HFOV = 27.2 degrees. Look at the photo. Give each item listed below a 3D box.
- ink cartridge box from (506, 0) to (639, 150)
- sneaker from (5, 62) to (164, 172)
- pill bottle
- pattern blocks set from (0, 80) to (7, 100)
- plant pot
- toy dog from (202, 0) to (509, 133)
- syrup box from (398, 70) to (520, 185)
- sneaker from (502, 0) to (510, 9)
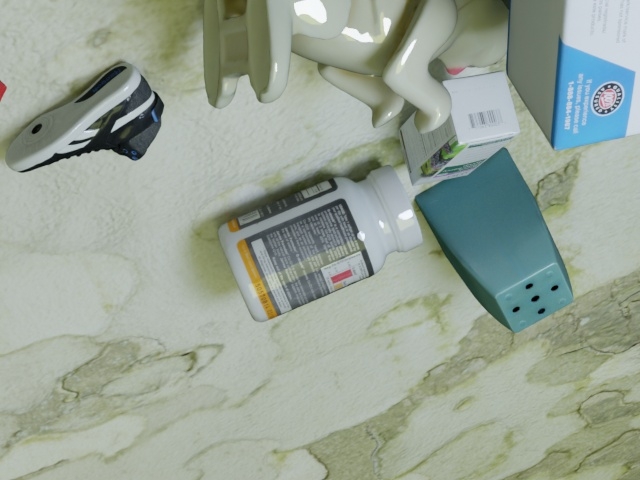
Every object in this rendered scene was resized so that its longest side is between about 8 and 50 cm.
[{"bbox_3d":[0.420,-0.288,1.452,0.395,0.166,0.285,-11,132,-9],"label":"ink cartridge box"},{"bbox_3d":[-0.305,-0.132,1.779,0.217,0.079,0.121,-34,132,6],"label":"sneaker"},{"bbox_3d":[0.000,0.000,1.967,0.278,0.162,0.162,-22,134,-2],"label":"pill bottle"},{"bbox_3d":[-0.534,-0.072,1.604,0.325,0.285,0.026,-7,143,32],"label":"pattern blocks set"},{"bbox_3d":[0.283,0.015,2.048,0.166,0.234,0.165,-29,134,4],"label":"plant pot"},{"bbox_3d":[0.075,-0.324,1.670,0.408,0.284,0.395,-2,85,-21],"label":"toy dog"},{"bbox_3d":[0.191,-0.154,1.875,0.093,0.096,0.237,-11,170,-14],"label":"syrup box"},{"bbox_3d":[0.261,-0.323,1.530,0.227,0.130,0.087,48,62,-14],"label":"sneaker"}]
